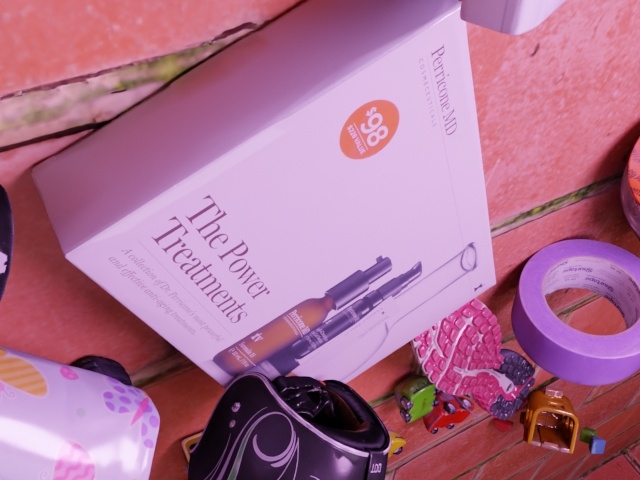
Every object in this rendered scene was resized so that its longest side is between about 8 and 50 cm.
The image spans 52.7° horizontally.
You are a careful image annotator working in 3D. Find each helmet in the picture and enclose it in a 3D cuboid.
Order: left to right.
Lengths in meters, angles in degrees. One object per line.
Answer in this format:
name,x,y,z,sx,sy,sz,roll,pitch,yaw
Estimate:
helmet,-0.033,0.204,0.563,0.169,0.169,0.161,19,105,-49

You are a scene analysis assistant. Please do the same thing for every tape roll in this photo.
tape roll,0.362,0.095,0.883,0.189,0.189,0.080,-26,144,-14

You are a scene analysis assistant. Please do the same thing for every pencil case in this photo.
pencil case,-0.247,0.126,0.426,0.273,0.113,0.124,26,110,-36

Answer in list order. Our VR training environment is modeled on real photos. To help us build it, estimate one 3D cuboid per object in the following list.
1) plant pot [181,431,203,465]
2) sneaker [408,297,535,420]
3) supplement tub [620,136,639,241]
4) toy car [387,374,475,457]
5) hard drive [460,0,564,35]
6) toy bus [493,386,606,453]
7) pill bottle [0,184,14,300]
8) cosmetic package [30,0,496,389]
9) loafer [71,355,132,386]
plant pot,-0.121,0.280,0.796,0.082,0.081,0.083,-17,153,-24
sneaker,0.182,0.153,0.880,0.120,0.112,0.299,-53,133,-10
supplement tub,0.509,-0.042,0.841,0.193,0.193,0.316,-45,145,14
toy car,0.146,0.269,1.025,0.239,0.053,0.224,-24,143,-17
hard drive,0.149,-0.292,0.252,0.233,0.047,0.353,-44,149,-30
toy bus,0.486,0.367,1.373,0.191,0.202,0.104,4,99,-33
pill bottle,-0.270,-0.005,0.295,0.219,0.122,0.122,13,123,-47
cosmetic package,0.000,0.000,0.554,0.285,0.097,0.377,-35,145,-4
loafer,-0.258,0.195,0.578,0.223,0.078,0.076,-39,145,5
